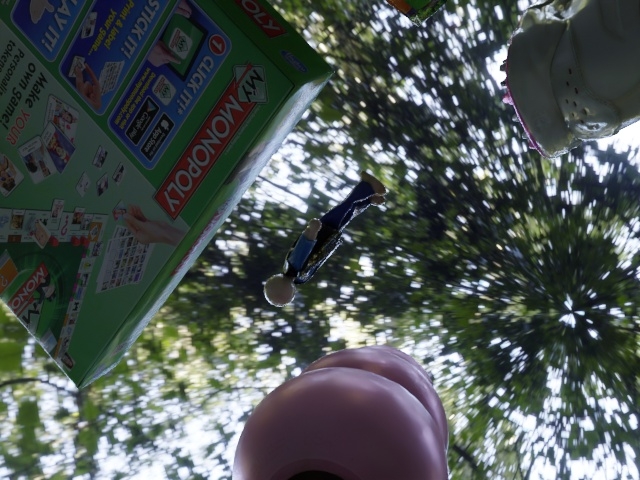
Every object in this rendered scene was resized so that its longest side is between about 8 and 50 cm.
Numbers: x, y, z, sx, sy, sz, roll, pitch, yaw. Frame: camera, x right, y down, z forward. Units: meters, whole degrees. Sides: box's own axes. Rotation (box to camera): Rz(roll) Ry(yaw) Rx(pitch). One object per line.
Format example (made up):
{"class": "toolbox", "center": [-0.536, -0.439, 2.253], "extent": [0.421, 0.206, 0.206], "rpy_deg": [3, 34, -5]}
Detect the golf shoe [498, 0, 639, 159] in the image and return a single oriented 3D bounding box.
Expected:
{"class": "golf shoe", "center": [0.234, -0.190, 0.827], "extent": [0.140, 0.115, 0.306], "rpy_deg": [-9, -131, 39]}

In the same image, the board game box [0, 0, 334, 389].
{"class": "board game box", "center": [-0.154, -0.071, 0.743], "extent": [0.213, 0.046, 0.317], "rpy_deg": [47, -53, 8]}

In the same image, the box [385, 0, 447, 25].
{"class": "box", "center": [0.068, -0.342, 0.730], "extent": [0.290, 0.279, 0.177], "rpy_deg": [-40, -122, 20]}

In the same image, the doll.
{"class": "doll", "center": [0.000, 0.000, 1.311], "extent": [0.046, 0.129, 0.189], "rpy_deg": [40, -102, 12]}

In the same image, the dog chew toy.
{"class": "dog chew toy", "center": [0.039, 0.203, 1.132], "extent": [0.206, 0.332, 0.206], "rpy_deg": [4, -76, 14]}
